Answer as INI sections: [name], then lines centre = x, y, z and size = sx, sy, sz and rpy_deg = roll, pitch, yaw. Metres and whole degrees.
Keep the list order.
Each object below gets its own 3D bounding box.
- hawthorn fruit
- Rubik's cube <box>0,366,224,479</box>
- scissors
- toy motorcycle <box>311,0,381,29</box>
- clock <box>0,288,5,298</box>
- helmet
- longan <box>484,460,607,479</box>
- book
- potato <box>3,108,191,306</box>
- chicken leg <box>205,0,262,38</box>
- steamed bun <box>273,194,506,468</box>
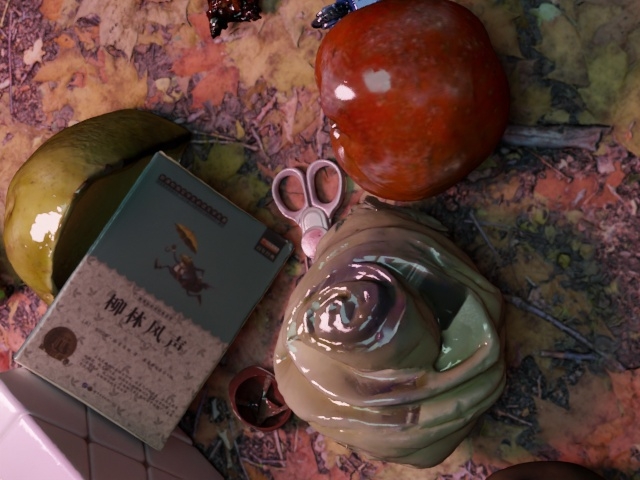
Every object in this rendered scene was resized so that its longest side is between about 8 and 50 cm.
[hawthorn fruit]
centre = 0.122, -0.195, 1.736
size = 0.284, 0.284, 0.284
rpy_deg = 1, 92, 23
[Rubik's cube]
centre = -0.402, 0.395, 1.952
size = 0.319, 0.322, 0.316
rpy_deg = 45, 107, 14
[scissors]
centre = 0.000, 0.000, 1.921
size = 0.118, 0.030, 0.242
rpy_deg = -15, 82, 22
[toy motorcycle]
centre = 0.084, -0.354, 1.830
size = 0.205, 0.114, 0.076
rpy_deg = -25, 91, 18
[clock]
centre = -0.677, 0.022, 2.154
size = 0.220, 0.106, 0.255
rpy_deg = -28, 66, 18
[helmet]
centre = -0.091, 0.254, 1.956
size = 0.089, 0.057, 0.111
rpy_deg = -32, 67, -14
[longan]
centre = 0.312, 0.394, 1.719
size = 0.220, 0.196, 0.196
rpy_deg = -3, 91, 16
[book]
centre = -0.244, 0.091, 1.902
size = 0.264, 0.031, 0.379
rpy_deg = 34, 85, -14
[potato]
centre = -0.401, -0.063, 1.958
size = 0.213, 0.280, 0.330
rpy_deg = 29, 104, 17
[chicken leg]
centre = -0.120, -0.419, 1.940
size = 0.105, 0.063, 0.233
rpy_deg = 17, 97, 17
[steamed bun]
centre = 0.084, 0.121, 1.749
size = 0.347, 0.237, 0.394
rpy_deg = -18, 76, 6
